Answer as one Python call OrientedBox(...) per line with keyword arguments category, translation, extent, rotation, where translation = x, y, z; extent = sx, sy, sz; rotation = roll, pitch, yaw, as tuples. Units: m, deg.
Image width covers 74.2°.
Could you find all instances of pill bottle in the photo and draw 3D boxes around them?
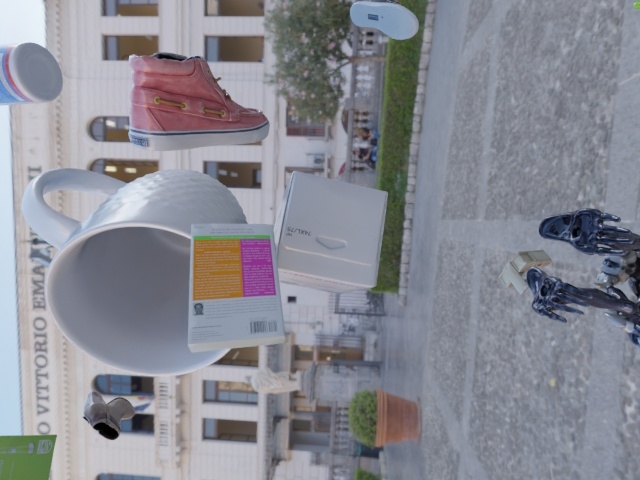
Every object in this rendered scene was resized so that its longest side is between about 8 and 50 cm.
OrientedBox(category="pill bottle", translation=(-0.701, -0.360, 0.926), extent=(0.124, 0.222, 0.124), rotation=(1, -90, -77))

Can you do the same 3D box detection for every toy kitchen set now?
OrientedBox(category="toy kitchen set", translation=(0.449, 0.074, 0.911), extent=(0.083, 0.075, 0.068), rotation=(107, 152, -43))

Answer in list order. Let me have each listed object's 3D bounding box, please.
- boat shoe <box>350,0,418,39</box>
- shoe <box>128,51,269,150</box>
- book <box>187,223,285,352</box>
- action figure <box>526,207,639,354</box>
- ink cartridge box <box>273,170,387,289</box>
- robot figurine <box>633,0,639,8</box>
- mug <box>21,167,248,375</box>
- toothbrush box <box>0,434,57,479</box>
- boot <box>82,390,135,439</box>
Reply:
OrientedBox(category="boat shoe", translation=(0.154, -0.487, 0.905), extent=(0.183, 0.083, 0.065), rotation=(38, 151, 35))
OrientedBox(category="shoe", translation=(-0.111, -0.142, 0.427), extent=(0.178, 0.064, 0.081), rotation=(-28, -48, -53))
OrientedBox(category="book", translation=(-0.093, 0.046, 0.467), extent=(0.035, 0.097, 0.144), rotation=(100, 164, -54))
OrientedBox(category="action figure", translation=(0.349, 0.045, 0.427), extent=(0.141, 0.276, 0.163), rotation=(-124, 44, -59))
OrientedBox(category="ink cartridge box", translation=(0.000, 0.000, 0.920), extent=(0.270, 0.198, 0.197), rotation=(141, 140, -75))
OrientedBox(category="robot figurine", translation=(0.702, -0.518, 0.871), extent=(0.101, 0.115, 0.067), rotation=(-44, 10, -9))
OrientedBox(category="mug", translation=(-0.294, -0.005, 0.722), extent=(0.276, 0.374, 0.328), rotation=(-54, 21, 21))
OrientedBox(category="toothbrush box", translation=(-0.587, 0.351, 0.609), extent=(0.283, 0.207, 0.122), rotation=(48, -147, -58))
OrientedBox(category="boot", translation=(-0.368, 0.315, 0.747), extent=(0.087, 0.042, 0.118), rotation=(36, 170, 48))
